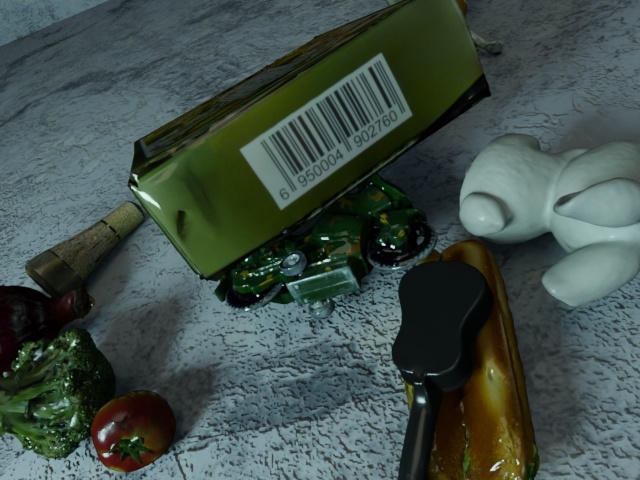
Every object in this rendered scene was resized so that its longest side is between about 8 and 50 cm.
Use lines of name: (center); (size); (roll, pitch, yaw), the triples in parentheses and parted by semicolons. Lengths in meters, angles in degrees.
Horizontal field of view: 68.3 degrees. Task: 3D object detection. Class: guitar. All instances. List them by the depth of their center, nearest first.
guitar: (0.084, 0.136, 0.390); (0.084, 0.038, 0.271); (-2, 53, 34)

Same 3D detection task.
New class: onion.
onion: (-0.424, 0.128, 0.646); (0.218, 0.195, 0.139); (-11, 67, -22)

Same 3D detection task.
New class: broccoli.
broccoli: (-0.321, 0.184, 0.562); (0.162, 0.138, 0.145); (-27, 63, 32)

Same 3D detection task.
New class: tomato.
tomato: (-0.205, 0.206, 0.522); (0.087, 0.087, 0.075); (-33, 19, -6)

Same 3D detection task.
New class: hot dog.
hot dog: (0.132, 0.115, 0.454); (0.115, 0.072, 0.268); (-7, 50, 19)

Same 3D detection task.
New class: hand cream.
hand cream: (-0.381, 0.005, 0.788); (0.084, 0.083, 0.203); (18, 55, 35)

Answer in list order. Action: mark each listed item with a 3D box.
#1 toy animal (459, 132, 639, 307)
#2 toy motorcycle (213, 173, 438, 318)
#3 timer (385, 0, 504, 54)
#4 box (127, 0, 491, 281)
toy animal: (0.241, -0.035, 0.481); (0.179, 0.127, 0.193); (-18, 31, -28)
toy motorcycle: (0.000, 0.000, 0.580); (0.275, 0.124, 0.187); (-18, 34, 16)
timer: (0.221, -0.422, 0.867); (0.176, 0.175, 0.265); (-18, 64, 9)
box: (-0.058, -0.154, 0.639); (0.373, 0.138, 0.420); (-35, 24, -8)
